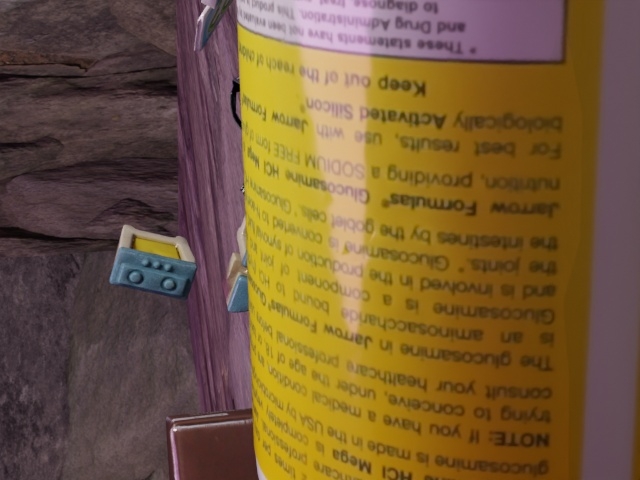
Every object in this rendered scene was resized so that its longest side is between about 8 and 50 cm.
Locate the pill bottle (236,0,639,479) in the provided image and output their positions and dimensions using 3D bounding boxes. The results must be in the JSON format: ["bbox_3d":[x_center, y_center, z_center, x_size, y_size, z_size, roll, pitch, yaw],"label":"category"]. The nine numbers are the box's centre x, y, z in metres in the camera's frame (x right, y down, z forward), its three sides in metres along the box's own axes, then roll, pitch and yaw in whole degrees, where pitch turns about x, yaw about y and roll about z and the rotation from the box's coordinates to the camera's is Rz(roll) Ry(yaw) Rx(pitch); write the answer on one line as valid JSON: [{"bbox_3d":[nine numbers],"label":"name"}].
[{"bbox_3d":[0.067,0.007,0.481,0.188,0.188,0.334,-121,29,-70],"label":"pill bottle"}]

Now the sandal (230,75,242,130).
[{"bbox_3d":[-0.077,-0.162,1.694,0.254,0.054,0.097,-108,17,-56],"label":"sandal"}]

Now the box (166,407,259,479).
[{"bbox_3d":[-0.015,0.321,1.113,0.143,0.191,0.381,167,100,-81],"label":"box"}]

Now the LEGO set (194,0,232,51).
[{"bbox_3d":[-0.002,-0.250,0.944,0.244,0.060,0.182,-61,-2,-23],"label":"LEGO set"}]

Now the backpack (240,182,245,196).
[{"bbox_3d":[0.000,0.000,1.193,0.101,0.098,0.120,31,-137,-76],"label":"backpack"}]

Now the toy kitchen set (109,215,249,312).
[{"bbox_3d":[-0.102,-0.029,1.392,0.122,0.166,0.207,-113,39,-64],"label":"toy kitchen set"}]
